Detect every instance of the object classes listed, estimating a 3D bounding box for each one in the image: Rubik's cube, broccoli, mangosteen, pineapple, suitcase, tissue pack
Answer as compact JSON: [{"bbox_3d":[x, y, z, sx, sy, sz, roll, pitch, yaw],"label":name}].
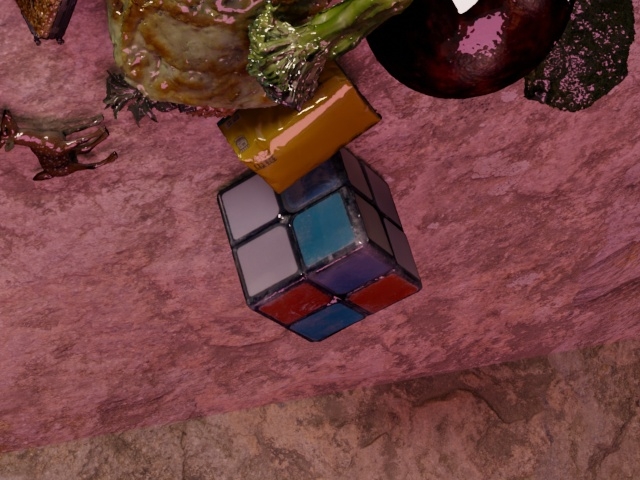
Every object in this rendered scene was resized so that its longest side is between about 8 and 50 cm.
[{"bbox_3d":[0.000,0.000,2.518,0.318,0.316,0.313,-27,149,19],"label":"Rubik's cube"},{"bbox_3d":[0.467,-0.405,2.168,0.283,0.321,0.304,7,-176,43],"label":"broccoli"},{"bbox_3d":[0.225,-0.451,1.881,0.381,0.421,0.381,-34,-173,5],"label":"mangosteen"},{"bbox_3d":[-0.282,-0.275,2.122,0.251,0.125,0.125,-4,148,-12],"label":"pineapple"},{"bbox_3d":[0.018,-0.324,1.775,0.304,0.145,0.165,-28,158,35],"label":"broccoli"},{"bbox_3d":[-0.448,-0.391,1.869,0.059,0.086,0.126,-14,154,-38],"label":"suitcase"},{"bbox_3d":[-0.038,-0.233,2.245,0.271,0.134,0.192,-36,151,10],"label":"tissue pack"}]

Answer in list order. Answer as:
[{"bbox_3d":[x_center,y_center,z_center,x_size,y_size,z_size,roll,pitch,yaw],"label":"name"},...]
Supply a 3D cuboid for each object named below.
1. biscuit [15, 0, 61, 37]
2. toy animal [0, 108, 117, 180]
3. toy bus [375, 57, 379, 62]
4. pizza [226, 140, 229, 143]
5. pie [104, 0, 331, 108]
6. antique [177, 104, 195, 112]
[{"bbox_3d":[-0.434,-0.434,1.764,0.025,0.131,0.231,-19,155,-39],"label":"biscuit"},{"bbox_3d":[-0.534,-0.176,2.180,0.260,0.087,0.243,-17,148,-6],"label":"toy animal"},{"bbox_3d":[0.147,-0.392,2.227,0.043,0.031,0.110,7,143,-24],"label":"toy bus"},{"bbox_3d":[-0.147,-0.243,2.314,0.099,0.036,0.160,-17,151,-17],"label":"pizza"},{"bbox_3d":[-0.164,-0.378,1.918,0.395,0.180,0.418,-4,140,-18],"label":"pie"},{"bbox_3d":[-0.261,-0.321,2.043,0.031,0.015,0.192,-11,115,2],"label":"antique"}]
